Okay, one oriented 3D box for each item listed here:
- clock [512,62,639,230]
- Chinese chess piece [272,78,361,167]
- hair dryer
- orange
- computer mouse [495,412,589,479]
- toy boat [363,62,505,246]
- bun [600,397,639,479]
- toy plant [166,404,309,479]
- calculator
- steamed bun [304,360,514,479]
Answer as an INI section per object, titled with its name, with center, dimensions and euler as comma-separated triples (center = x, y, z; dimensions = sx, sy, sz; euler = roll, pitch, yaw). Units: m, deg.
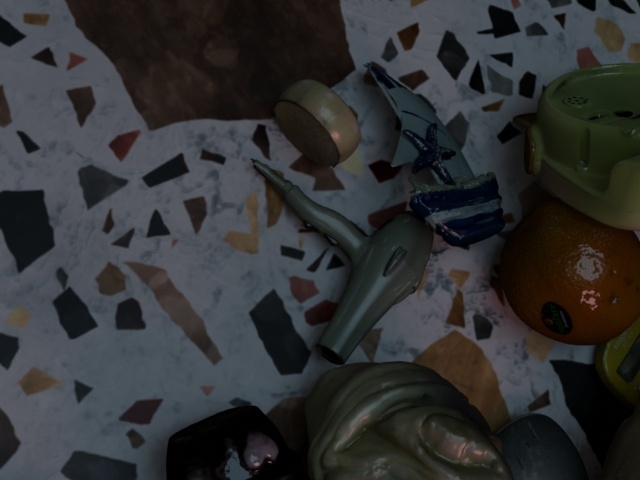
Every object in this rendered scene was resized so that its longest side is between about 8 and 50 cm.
[clock]
center = 0.419, -0.145, 1.517
dimensions = 0.286, 0.348, 0.117
euler = -19, 122, -22
[Chinese chess piece]
center = -0.004, -0.154, 1.468
dimensions = 0.122, 0.122, 0.051
euler = 46, 70, -6
[hair dryer]
center = 0.002, 0.036, 1.460
dimensions = 0.267, 0.092, 0.229
euler = 19, 68, -6
[orange]
center = 0.344, 0.044, 1.519
dimensions = 0.206, 0.206, 0.206
euler = 4, 79, -19
[computer mouse]
center = 0.296, 0.420, 1.486
dimensions = 0.167, 0.090, 0.379
euler = 1, 81, -18
[toy boat]
center = 0.140, -0.109, 1.500
dimensions = 0.291, 0.070, 0.210
euler = 47, 31, -8
[bun]
center = 0.496, 0.347, 1.484
dimensions = 0.326, 0.234, 0.362
euler = -1, 99, -33
[toy plant]
center = -0.085, 0.320, 1.325
dimensions = 0.218, 0.175, 0.235
euler = -19, 94, -48
[calculator]
center = 0.472, 0.177, 1.622
dimensions = 0.235, 0.032, 0.146
euler = 42, 69, -9
[steamed bun]
center = 0.127, 0.281, 1.352
dimensions = 0.206, 0.275, 0.320
euler = -39, 97, 17
